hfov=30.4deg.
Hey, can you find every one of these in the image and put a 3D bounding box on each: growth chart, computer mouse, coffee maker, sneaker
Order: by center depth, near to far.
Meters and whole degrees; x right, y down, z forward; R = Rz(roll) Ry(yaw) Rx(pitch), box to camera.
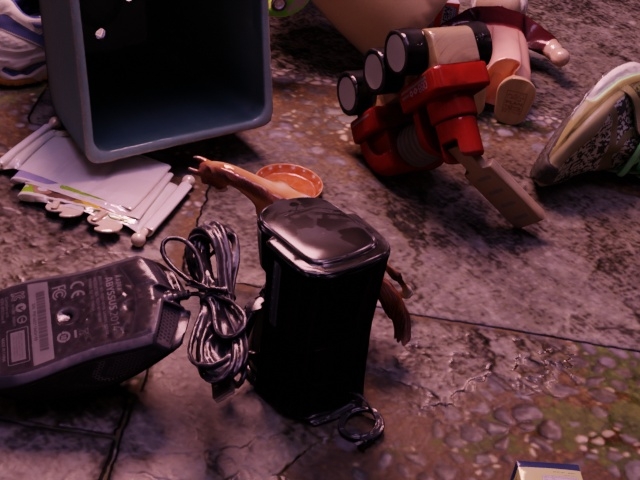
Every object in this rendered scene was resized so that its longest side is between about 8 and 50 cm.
[{"bbox_3d":[-0.198,0.090,1.087,0.272,0.072,0.188,-11,50,0],"label":"computer mouse"},{"bbox_3d":[0.007,0.070,1.101,0.171,0.178,0.120,24,38,20],"label":"coffee maker"},{"bbox_3d":[-0.268,-0.072,1.372,0.237,0.021,0.172,23,38,18],"label":"growth chart"},{"bbox_3d":[0.452,-0.135,1.543,0.410,0.158,0.182,-23,64,-31],"label":"sneaker"},{"bbox_3d":[-0.334,-0.308,1.596,0.112,0.131,0.296,26,37,25],"label":"sneaker"}]

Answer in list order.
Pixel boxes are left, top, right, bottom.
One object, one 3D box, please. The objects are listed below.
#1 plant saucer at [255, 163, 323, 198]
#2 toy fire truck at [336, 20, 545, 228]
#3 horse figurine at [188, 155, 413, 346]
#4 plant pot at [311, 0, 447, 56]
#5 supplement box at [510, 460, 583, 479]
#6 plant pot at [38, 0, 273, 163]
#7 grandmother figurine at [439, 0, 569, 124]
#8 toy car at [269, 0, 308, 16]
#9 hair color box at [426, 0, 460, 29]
[{"bbox_3d":[-0.039,-0.066,1.423,0.083,0.013,0.083,7,36,-5],"label":"plant saucer"},{"bbox_3d":[0.151,-0.120,1.432,0.158,0.217,0.246,-10,81,-25],"label":"toy fire truck"},{"bbox_3d":[0.000,0.000,1.218,0.263,0.174,0.066,36,83,31],"label":"horse figurine"},{"bbox_3d":[0.046,-0.425,1.650,0.274,0.256,0.256,34,32,-15],"label":"plant pot"},{"bbox_3d":[0.187,0.243,0.982,0.056,0.083,0.083,5,35,-6],"label":"supplement box"},{"bbox_3d":[-0.230,-0.269,1.448,0.247,0.248,0.252,-16,29,-28],"label":"plant pot"},{"bbox_3d":[0.267,-0.297,1.750,0.208,0.104,0.342,17,38,-5],"label":"grandmother figurine"},{"bbox_3d":[-0.080,-0.292,1.596,0.053,0.225,0.239,32,17,-39],"label":"toy car"},{"bbox_3d":[0.128,-0.377,1.866,0.167,0.053,0.093,2,35,-8],"label":"hair color box"}]
